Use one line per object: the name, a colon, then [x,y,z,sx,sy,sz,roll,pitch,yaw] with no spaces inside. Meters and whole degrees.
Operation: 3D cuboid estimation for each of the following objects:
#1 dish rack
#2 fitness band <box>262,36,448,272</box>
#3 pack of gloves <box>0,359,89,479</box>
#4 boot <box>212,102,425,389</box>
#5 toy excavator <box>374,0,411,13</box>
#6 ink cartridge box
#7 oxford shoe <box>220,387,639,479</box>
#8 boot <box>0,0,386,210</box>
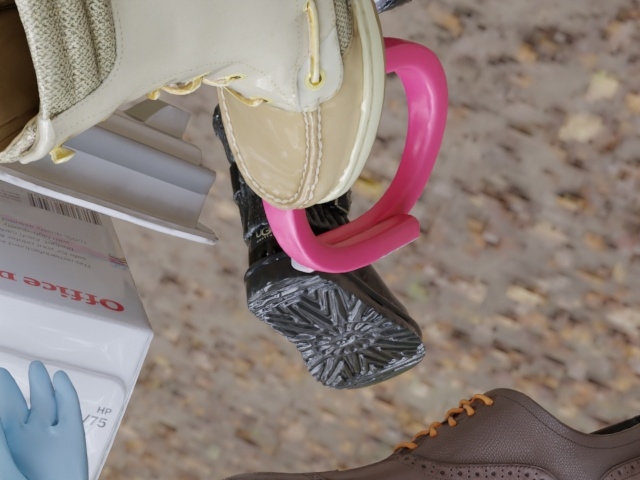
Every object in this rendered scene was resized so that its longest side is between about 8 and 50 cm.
dish rack: [-0.231,-0.106,1.077,0.333,0.072,0.285,25,-176,31]
fitness band: [0.035,-0.084,1.700,0.054,0.291,0.209,11,111,32]
pack of gloves: [-0.230,0.175,1.061,0.195,0.232,0.046,-22,138,8]
boot: [0.003,-0.002,2.009,0.131,0.260,0.348,-20,148,13]
toy excavator: [0.089,-0.515,1.762,0.445,0.222,0.433,59,150,11]
ink cartridge box: [-0.268,0.069,1.344,0.198,0.197,0.270,16,-162,-21]
oxford shoe: [0.086,0.170,1.253,0.363,0.133,0.130,5,170,-24]
boot: [-0.066,-0.080,0.770,0.095,0.203,0.262,33,144,28]
